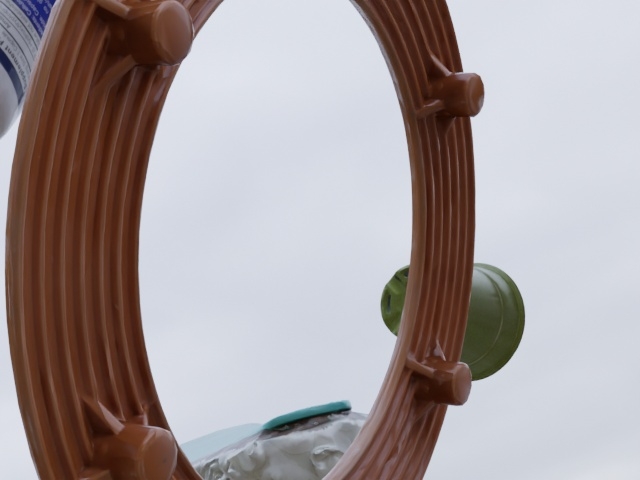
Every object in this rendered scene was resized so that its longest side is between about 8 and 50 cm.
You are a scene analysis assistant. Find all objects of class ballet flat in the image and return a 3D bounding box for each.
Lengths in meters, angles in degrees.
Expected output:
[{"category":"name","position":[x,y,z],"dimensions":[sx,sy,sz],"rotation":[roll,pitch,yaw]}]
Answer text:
[{"category":"ballet flat","position":[-0.060,0.210,1.031],"dimensions":[0.147,0.147,0.409],"rotation":[-13,-7,-20]}]

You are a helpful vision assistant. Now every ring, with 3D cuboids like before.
[{"category":"ring","position":[0.000,0.000,0.546],"dimensions":[0.032,0.337,0.336],"rotation":[4,-6,31]}]

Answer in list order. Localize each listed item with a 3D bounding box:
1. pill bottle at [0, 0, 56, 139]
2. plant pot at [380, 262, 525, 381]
[{"category":"pill bottle","position":[-0.223,-0.120,0.824],"dimensions":[0.112,0.187,0.112],"rotation":[16,-36,12]},{"category":"plant pot","position":[0.082,0.047,0.903],"dimensions":[0.083,0.083,0.079],"rotation":[-31,-31,27]}]
